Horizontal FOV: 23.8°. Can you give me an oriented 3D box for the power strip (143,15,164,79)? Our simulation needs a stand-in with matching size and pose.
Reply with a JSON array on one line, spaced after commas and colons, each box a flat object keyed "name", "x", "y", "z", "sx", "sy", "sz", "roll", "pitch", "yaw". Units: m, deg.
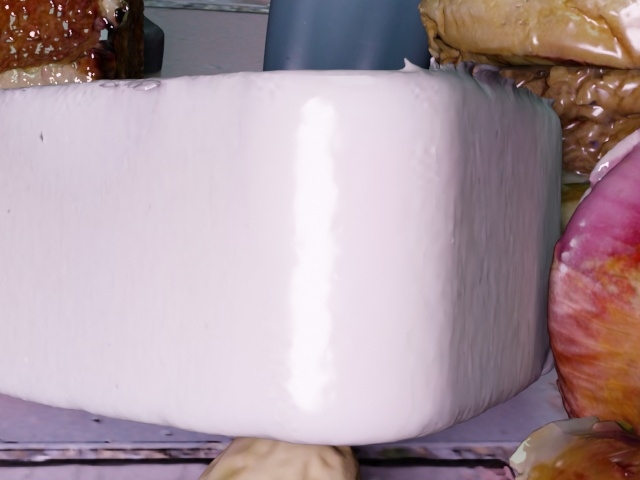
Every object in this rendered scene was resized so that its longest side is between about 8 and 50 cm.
[{"name": "power strip", "x": -0.219, "y": -0.169, "z": 1.113, "sx": 0.105, "sy": 0.070, "sz": 0.256, "roll": -10, "pitch": 35, "yaw": -34}]

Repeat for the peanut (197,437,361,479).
[{"name": "peanut", "x": -0.038, "y": 0.132, "z": 0.601, "sx": 0.082, "sy": 0.082, "sz": 0.187, "roll": 21, "pitch": 30, "yaw": 22}]

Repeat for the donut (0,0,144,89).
[{"name": "donut", "x": -0.162, "y": -0.091, "z": 0.929, "sx": 0.126, "sy": 0.187, "sz": 0.144, "roll": 3, "pitch": 5, "yaw": 1}]

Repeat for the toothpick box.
[{"name": "toothpick box", "x": 0.022, "y": -0.144, "z": 1.016, "sx": 0.120, "sy": 0.184, "sz": 0.120, "roll": 10, "pitch": 24, "yaw": -5}]

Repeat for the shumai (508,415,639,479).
[{"name": "shumai", "x": 0.145, "y": 0.149, "z": 0.561, "sx": 0.161, "sy": 0.153, "sz": 0.209, "roll": 22, "pitch": 34, "yaw": 36}]

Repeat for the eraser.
[{"name": "eraser", "x": 0.000, "y": 0.000, "z": 0.715, "sx": 0.331, "sy": 0.150, "sz": 0.331, "roll": -1, "pitch": 3, "yaw": 0}]

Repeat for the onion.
[{"name": "onion", "x": 0.215, "y": 0.037, "z": 0.675, "sx": 0.230, "sy": 0.230, "sz": 0.163, "roll": 9, "pitch": -5, "yaw": 1}]

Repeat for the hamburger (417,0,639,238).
[{"name": "hamburger", "x": 0.209, "y": -0.098, "z": 0.905, "sx": 0.277, "sy": 0.195, "sz": 0.318, "roll": -25, "pitch": 17, "yaw": -31}]
